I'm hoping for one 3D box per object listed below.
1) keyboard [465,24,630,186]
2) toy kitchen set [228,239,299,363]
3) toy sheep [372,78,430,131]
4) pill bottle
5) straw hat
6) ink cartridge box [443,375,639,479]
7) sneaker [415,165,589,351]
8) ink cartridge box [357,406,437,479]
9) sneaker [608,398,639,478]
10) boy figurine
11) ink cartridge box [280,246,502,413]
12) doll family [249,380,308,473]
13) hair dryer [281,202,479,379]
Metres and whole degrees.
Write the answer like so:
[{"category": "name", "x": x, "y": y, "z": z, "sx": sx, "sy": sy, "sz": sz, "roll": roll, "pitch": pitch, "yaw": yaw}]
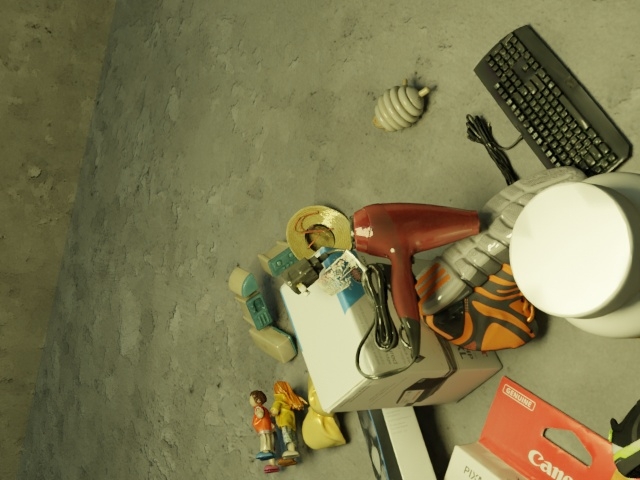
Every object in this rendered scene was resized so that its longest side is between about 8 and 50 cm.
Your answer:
[{"category": "keyboard", "x": 0.335, "y": -0.184, "z": 1.154, "sx": 0.201, "sy": 0.033, "sz": 0.317, "roll": -51, "pitch": 49, "yaw": 34}, {"category": "toy kitchen set", "x": -0.085, "y": 0.133, "z": 1.600, "sx": 0.122, "sy": 0.166, "sz": 0.207, "roll": 21, "pitch": 138, "yaw": 50}, {"category": "toy sheep", "x": 0.150, "y": -0.252, "z": 1.344, "sx": 0.132, "sy": 0.091, "sz": 0.091, "roll": -36, "pitch": 59, "yaw": 36}, {"category": "pill bottle", "x": 0.379, "y": 0.021, "z": 0.838, "sx": 0.188, "sy": 0.334, "sz": 0.188, "roll": -7, "pitch": 81, "yaw": 50}, {"category": "straw hat", "x": 0.000, "y": 0.000, "z": 1.507, "sx": 0.061, "sy": 0.144, "sz": 0.144, "roll": 83, "pitch": 174, "yaw": -68}, {"category": "ink cartridge box", "x": 0.325, "y": 0.389, "z": 1.071, "sx": 0.296, "sy": 0.066, "sz": 0.261, "roll": 30, "pitch": 110, "yaw": 47}, {"category": "sneaker", "x": 0.301, "y": 0.040, "z": 1.093, "sx": 0.321, "sy": 0.180, "sz": 0.124, "roll": -41, "pitch": 25, "yaw": 12}, {"category": "ink cartridge box", "x": 0.118, "y": 0.320, "z": 1.270, "sx": 0.165, "sy": 0.065, "sz": 0.332, "roll": 104, "pitch": 154, "yaw": -57}, {"category": "sneaker", "x": 0.441, "y": 0.222, "z": 0.913, "sx": 0.234, "sy": 0.084, "sz": 0.097, "roll": 120, "pitch": 154, "yaw": -46}, {"category": "boy figurine", "x": 0.020, "y": 0.279, "z": 1.415, "sx": 0.177, "sy": 0.092, "sz": 0.285, "roll": -164, "pitch": 79, "yaw": -82}, {"category": "ink cartridge box", "x": 0.117, "y": 0.145, "z": 1.161, "sx": 0.129, "sy": 0.307, "sz": 0.223, "roll": -47, "pitch": 52, "yaw": 34}, {"category": "doll family", "x": -0.081, "y": 0.386, "z": 1.513, "sx": 0.263, "sy": 0.118, "sz": 0.163, "roll": 92, "pitch": 169, "yaw": -63}, {"category": "hair dryer", "x": 0.114, "y": 0.045, "z": 1.032, "sx": 0.223, "sy": 0.293, "sz": 0.080, "roll": 45, "pitch": 167, "yaw": 18}]
